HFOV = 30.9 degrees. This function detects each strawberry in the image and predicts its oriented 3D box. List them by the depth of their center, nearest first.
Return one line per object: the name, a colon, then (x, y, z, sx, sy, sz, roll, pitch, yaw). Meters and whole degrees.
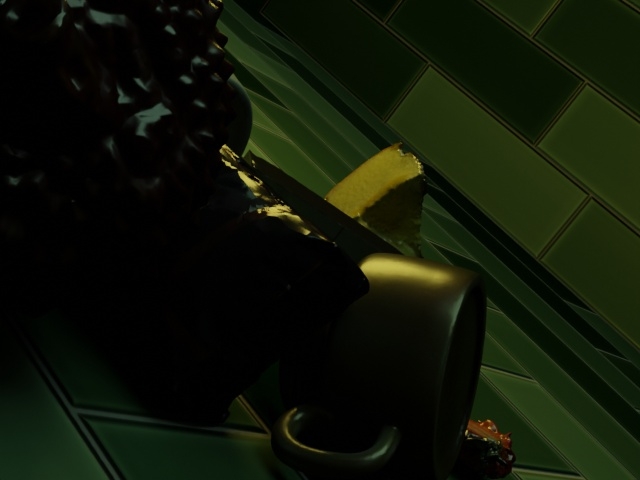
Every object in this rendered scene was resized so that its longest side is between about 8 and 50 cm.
strawberry: (0.143, 0.200, 1.198, 0.104, 0.048, 0.152, 24, 4, -27)

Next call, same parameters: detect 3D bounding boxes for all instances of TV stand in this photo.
TV stand: (0.000, 0.000, 1.438, 0.269, 0.083, 0.088, 33, 14, -17)

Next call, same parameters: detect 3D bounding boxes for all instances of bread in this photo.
bread: (0.121, -0.056, 1.790, 0.169, 0.160, 0.140, 31, 14, -28)

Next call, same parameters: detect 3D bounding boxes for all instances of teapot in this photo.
teapot: (0.033, 0.107, 0.971, 0.175, 0.185, 0.267, 8, 30, 19)

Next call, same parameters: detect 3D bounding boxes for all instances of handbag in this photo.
handbag: (-0.093, 0.018, 0.901, 0.215, 0.169, 0.155, 44, -1, 33)

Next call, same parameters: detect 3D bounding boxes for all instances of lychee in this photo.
lychee: (-0.203, -0.096, 0.720, 0.306, 0.306, 0.330, 32, -13, -26)

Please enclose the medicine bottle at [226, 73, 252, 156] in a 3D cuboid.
medicine bottle: (-0.223, -0.171, 1.046, 0.306, 0.245, 0.245, 52, 17, 26)
